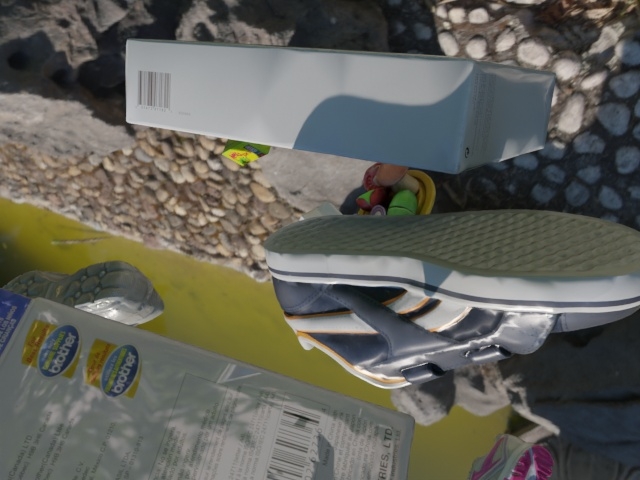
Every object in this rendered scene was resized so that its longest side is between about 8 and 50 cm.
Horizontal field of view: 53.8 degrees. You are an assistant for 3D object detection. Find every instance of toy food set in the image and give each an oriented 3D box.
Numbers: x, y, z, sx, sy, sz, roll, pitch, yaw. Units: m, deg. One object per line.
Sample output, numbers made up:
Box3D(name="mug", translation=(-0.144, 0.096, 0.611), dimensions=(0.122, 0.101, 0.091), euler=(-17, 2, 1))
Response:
Box3D(name="toy food set", translation=(0.086, -0.058, 0.875), dimensions=(0.128, 0.218, 0.071), euler=(0, 147, 45))

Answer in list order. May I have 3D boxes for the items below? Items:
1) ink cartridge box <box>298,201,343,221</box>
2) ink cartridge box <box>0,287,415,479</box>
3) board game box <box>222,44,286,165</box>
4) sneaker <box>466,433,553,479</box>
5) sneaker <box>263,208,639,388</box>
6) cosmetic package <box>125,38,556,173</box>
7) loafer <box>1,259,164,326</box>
Box3D(name="ink cartridge box", translation=(0.000, 0.000, 1.261), dimensions=(0.092, 0.090, 0.143), euler=(45, 134, 17))
Box3D(name="ink cartridge box", translation=(-0.104, 0.152, 0.369), dimensions=(0.311, 0.185, 0.065), euler=(21, 144, -10))
Box3D(name="board game box", translation=(-0.093, -0.218, 1.025), dimensions=(0.043, 0.181, 0.092), euler=(28, 160, -27))
Box3D(name="sneaker", translation=(0.324, 0.472, 1.177), dimensions=(0.103, 0.111, 0.252), euler=(35, 90, -20))
Box3D(name="sneaker", translation=(0.102, 0.049, 0.519), dimensions=(0.321, 0.126, 0.127), euler=(3, 114, 38))
Box3D(name="cosmetic package", translation=(0.027, -0.156, 0.683), dimensions=(0.377, 0.284, 0.097), euler=(13, 106, 29))
Box3D(name="loafer", translation=(-0.382, 0.104, 0.962), dimensions=(0.319, 0.112, 0.111), euler=(-7, 144, 29))
